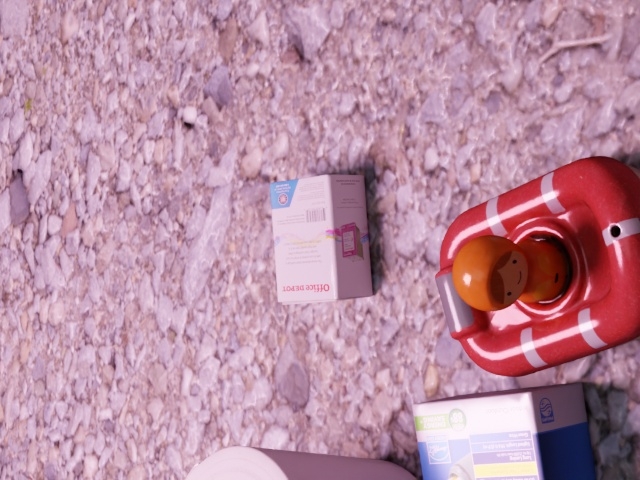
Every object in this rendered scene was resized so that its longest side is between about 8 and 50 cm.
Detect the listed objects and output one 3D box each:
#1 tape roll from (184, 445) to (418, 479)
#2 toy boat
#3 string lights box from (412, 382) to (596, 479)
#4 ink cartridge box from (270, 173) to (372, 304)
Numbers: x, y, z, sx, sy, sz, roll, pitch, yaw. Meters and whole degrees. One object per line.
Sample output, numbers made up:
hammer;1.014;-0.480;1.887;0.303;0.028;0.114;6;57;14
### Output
tape roll;-0.019;0.316;1.202;0.246;0.169;0.246;-18;67;49
toy boat;0.167;0.023;1.039;0.231;0.151;0.151;-27;73;44
string lights box;0.168;0.257;1.104;0.133;0.077;0.259;-14;82;45
ink cartridge box;0.000;0.000;1.286;0.089;0.052;0.122;-5;87;47
